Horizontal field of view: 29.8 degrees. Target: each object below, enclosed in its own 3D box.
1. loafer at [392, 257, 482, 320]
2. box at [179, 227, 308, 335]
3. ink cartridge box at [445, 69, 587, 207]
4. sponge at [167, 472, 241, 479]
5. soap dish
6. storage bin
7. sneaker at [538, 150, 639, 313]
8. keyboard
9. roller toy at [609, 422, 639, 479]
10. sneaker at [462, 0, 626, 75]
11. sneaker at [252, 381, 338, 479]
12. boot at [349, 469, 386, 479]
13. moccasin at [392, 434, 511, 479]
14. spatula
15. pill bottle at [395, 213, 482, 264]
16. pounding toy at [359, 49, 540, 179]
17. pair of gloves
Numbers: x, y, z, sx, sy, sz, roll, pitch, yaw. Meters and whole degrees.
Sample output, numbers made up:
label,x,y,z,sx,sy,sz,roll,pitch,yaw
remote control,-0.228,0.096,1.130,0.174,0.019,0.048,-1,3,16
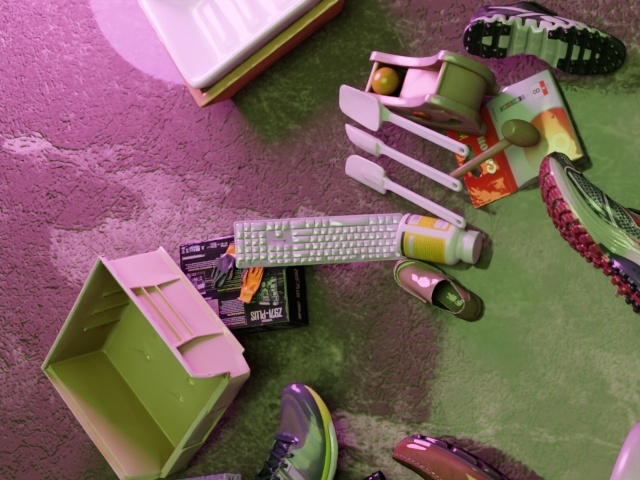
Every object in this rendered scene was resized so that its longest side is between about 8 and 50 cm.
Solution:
label,x,y,z,sx,sy,sz,roll,pitch,yaw
loafer,0.168,0.067,1.758,0.148,0.050,0.056,27,92,24
box,-0.119,0.068,1.860,0.180,0.077,0.147,-10,77,21
ink cartridge box,0.279,-0.148,1.753,0.179,0.045,0.145,-23,73,15
sponge,-0.177,0.411,1.788,0.210,0.031,0.117,-23,65,57
soap dish,-0.122,-0.378,1.915,0.291,0.118,0.229,-36,70,13
storage bin,-0.265,0.193,1.820,0.260,0.123,0.262,49,127,22
sneaker,0.413,-0.010,1.645,0.112,0.121,0.299,-39,74,-6
keyboard,0.000,0.000,1.799,0.256,0.014,0.072,-3,82,-6
roller toy,0.442,0.340,1.522,0.146,0.191,0.209,18,88,23
sneaker,0.324,-0.302,1.738,0.234,0.078,0.106,9,39,4
sneaker,-0.054,0.355,1.743,0.111,0.121,0.299,-10,73,57
boot,0.061,0.401,1.748,0.099,0.045,0.121,-27,65,14
moccasin,0.244,0.408,1.633,0.380,0.139,0.147,40,88,14
spatula,0.118,-0.120,1.745,0.242,0.019,0.168,30,135,36
pill bottle,0.174,0.001,1.758,0.116,0.065,0.065,11,85,24
pounding toy,0.165,-0.181,1.721,0.270,0.154,0.154,16,86,38
pair of gloves,-0.124,0.049,1.816,0.083,0.010,0.074,26,92,25
